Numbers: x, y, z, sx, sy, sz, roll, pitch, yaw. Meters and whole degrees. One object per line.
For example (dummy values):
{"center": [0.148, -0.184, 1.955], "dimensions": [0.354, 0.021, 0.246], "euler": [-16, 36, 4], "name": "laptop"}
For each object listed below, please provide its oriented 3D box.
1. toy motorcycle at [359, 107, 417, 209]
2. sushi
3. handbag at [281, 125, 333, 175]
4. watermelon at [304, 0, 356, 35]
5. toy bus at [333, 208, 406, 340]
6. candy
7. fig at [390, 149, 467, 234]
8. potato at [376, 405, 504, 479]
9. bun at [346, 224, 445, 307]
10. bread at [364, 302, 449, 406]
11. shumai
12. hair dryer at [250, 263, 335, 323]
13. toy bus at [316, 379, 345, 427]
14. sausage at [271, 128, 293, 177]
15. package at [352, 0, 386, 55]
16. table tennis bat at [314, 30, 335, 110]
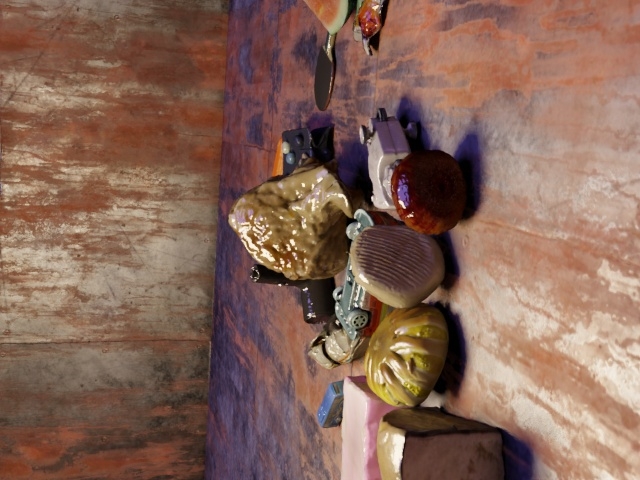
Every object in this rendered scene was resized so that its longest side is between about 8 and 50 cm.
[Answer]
{"center": [0.137, -0.144, 1.538], "dimensions": [0.260, 0.110, 0.171], "euler": [-101, 9, -49], "name": "toy motorcycle"}
{"center": [0.050, 0.245, 1.775], "dimensions": [0.109, 0.134, 0.273], "euler": [52, 138, 14], "name": "sushi"}
{"center": [-0.044, -0.146, 2.101], "dimensions": [0.269, 0.118, 0.326], "euler": [-171, 80, -72], "name": "handbag"}
{"center": [0.028, -0.609, 1.860], "dimensions": [0.202, 0.136, 0.207], "euler": [38, 134, 31], "name": "watermelon"}
{"center": [0.110, 0.065, 1.565], "dimensions": [0.121, 0.119, 0.265], "euler": [-125, 40, -57], "name": "toy bus"}
{"center": [0.113, 0.413, 1.548], "dimensions": [0.155, 0.115, 0.265], "euler": [-160, 71, -69], "name": "candy"}
{"center": [0.177, -0.079, 1.369], "dimensions": [0.201, 0.133, 0.146], "euler": [149, 131, -80], "name": "fig"}
{"center": [0.162, 0.384, 1.257], "dimensions": [0.264, 0.189, 0.211], "euler": [175, 96, -73], "name": "potato"}
{"center": [0.136, 0.051, 1.406], "dimensions": [0.173, 0.166, 0.113], "euler": [50, 159, 29], "name": "bun"}
{"center": [0.150, 0.201, 1.402], "dimensions": [0.213, 0.104, 0.213], "euler": [-60, 14, 25], "name": "bread"}
{"center": [-0.040, -0.072, 1.779], "dimensions": [0.262, 0.313, 0.267], "euler": [122, 158, -51], "name": "shumai"}
{"center": [-0.075, 0.104, 1.963], "dimensions": [0.089, 0.251, 0.197], "euler": [-31, 58, 43], "name": "hair dryer"}
{"center": [0.033, 0.402, 1.888], "dimensions": [0.153, 0.061, 0.051], "euler": [110, 150, -42], "name": "toy bus"}
{"center": [-0.107, -0.236, 2.371], "dimensions": [0.071, 0.071, 0.234], "euler": [-112, 29, -52], "name": "sausage"}
{"center": [0.114, -0.541, 1.738], "dimensions": [0.166, 0.040, 0.232], "euler": [-109, 28, -50], "name": "package"}
{"center": [0.017, -0.482, 2.079], "dimensions": [0.154, 0.021, 0.274], "euler": [-111, 26, -50], "name": "table tennis bat"}
